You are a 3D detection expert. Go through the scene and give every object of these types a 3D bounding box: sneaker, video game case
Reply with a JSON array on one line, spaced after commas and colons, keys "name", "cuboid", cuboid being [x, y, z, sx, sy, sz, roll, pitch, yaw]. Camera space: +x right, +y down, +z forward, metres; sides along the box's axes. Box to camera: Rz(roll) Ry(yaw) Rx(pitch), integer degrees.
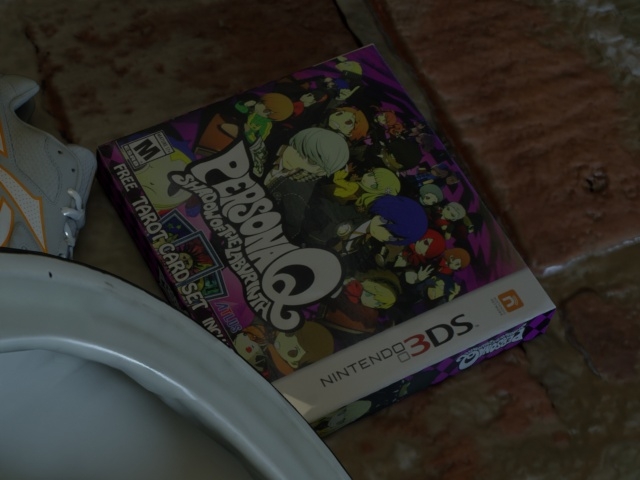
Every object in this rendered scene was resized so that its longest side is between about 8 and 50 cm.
[{"name": "sneaker", "cuboid": [-0.178, -0.006, 0.912, 0.121, 0.099, 0.262, -18, 64, -22]}, {"name": "video game case", "cuboid": [0.000, 0.000, 0.959, 0.210, 0.042, 0.232, -22, 64, -20]}]

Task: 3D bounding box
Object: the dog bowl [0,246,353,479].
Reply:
[{"name": "dog bowl", "cuboid": [-0.097, 0.216, 0.517, 0.150, 0.408, 0.408, -30, 58, 26]}]
